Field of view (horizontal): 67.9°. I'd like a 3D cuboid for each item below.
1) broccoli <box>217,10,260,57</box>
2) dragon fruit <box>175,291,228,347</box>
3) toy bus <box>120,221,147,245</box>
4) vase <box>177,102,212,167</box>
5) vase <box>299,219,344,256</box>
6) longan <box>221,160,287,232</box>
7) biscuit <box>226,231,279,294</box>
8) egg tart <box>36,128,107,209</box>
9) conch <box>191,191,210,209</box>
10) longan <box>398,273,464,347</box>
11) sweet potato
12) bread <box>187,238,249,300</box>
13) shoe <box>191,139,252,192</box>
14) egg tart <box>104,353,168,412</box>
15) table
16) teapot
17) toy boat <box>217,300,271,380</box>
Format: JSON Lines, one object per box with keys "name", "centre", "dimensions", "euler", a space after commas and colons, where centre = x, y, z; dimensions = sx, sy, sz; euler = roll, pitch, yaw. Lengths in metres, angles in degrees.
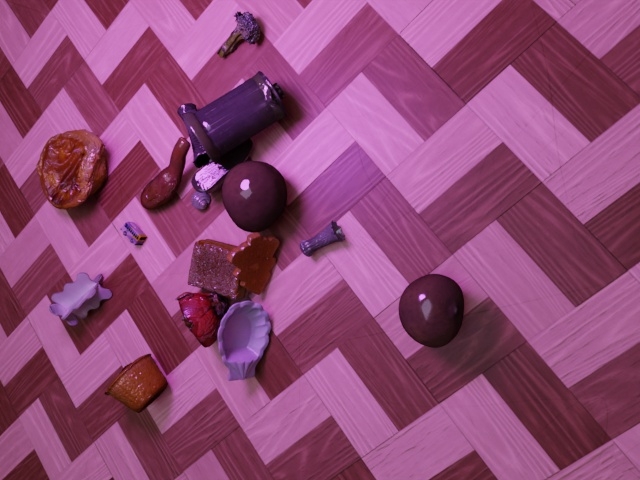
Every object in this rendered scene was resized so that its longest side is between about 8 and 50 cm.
{"name": "broccoli", "centre": [-0.308, -0.751, 1.758], "dimensions": [0.204, 0.118, 0.122], "euler": [-28, 89, 35]}
{"name": "dragon fruit", "centre": [-0.408, 0.265, 1.733], "dimensions": [0.148, 0.224, 0.218], "euler": [-28, 40, -8]}
{"name": "toy bus", "centre": [-0.763, -0.031, 1.943], "dimensions": [0.102, 0.052, 0.058], "euler": [43, 102, 15]}
{"name": "vase", "centre": [-0.471, -0.404, 1.808], "dimensions": [0.115, 0.115, 0.237], "euler": [-31, 75, 19]}
{"name": "vase", "centre": [0.000, 0.000, 1.622], "dimensions": [0.148, 0.081, 0.081], "euler": [-29, 78, 22]}
{"name": "longan", "centre": [-0.232, -0.151, 1.646], "dimensions": [0.248, 0.248, 0.248], "euler": [-1, 89, 22]}
{"name": "biscuit", "centre": [-0.232, 0.084, 1.667], "dimensions": [0.041, 0.212, 0.239], "euler": [25, 124, 39]}
{"name": "egg tart", "centre": [-1.038, -0.299, 2.006], "dimensions": [0.339, 0.153, 0.352], "euler": [16, 95, 22]}
{"name": "conch", "centre": [-0.466, -0.161, 1.825], "dimensions": [0.085, 0.056, 0.076], "euler": [37, 89, 18]}
{"name": "longan", "centre": [0.331, 0.205, 1.422], "dimensions": [0.196, 0.196, 0.220], "euler": [10, 101, 22]}
{"name": "sweet potato", "centre": [-0.586, -0.237, 1.829], "dimensions": [0.385, 0.109, 0.109], "euler": [-42, 74, 31]}
{"name": "bread", "centre": [-0.360, 0.100, 1.749], "dimensions": [0.234, 0.110, 0.184], "euler": [15, 97, 24]}
{"name": "shoe", "centre": [-0.355, -0.276, 1.763], "dimensions": [0.275, 0.098, 0.103], "euler": [-42, 80, -3]}
{"name": "egg tart", "centre": [-0.701, 0.551, 1.829], "dimensions": [0.171, 0.215, 0.215], "euler": [43, 104, 6]}
{"name": "table", "centre": [-0.993, 0.232, 1.981], "dimensions": [0.198, 0.166, 0.166], "euler": [-37, 76, 10]}
{"name": "teapot", "centre": [-0.286, -0.438, 1.664], "dimensions": [0.337, 0.270, 0.200], "euler": [-33, 109, -5]}
{"name": "toy boat", "centre": [-0.283, 0.348, 1.690], "dimensions": [0.100, 0.199, 0.290], "euler": [13, 100, 59]}
